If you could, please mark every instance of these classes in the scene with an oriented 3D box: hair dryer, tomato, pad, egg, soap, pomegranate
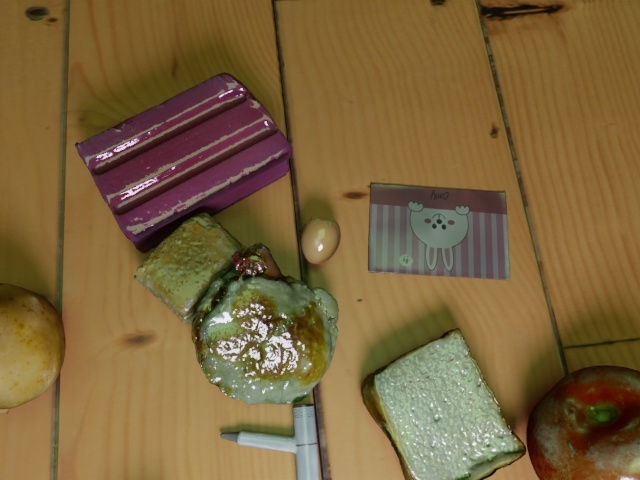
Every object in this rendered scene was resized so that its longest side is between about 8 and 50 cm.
[{"bbox_3d":[-0.096,0.382,0.973,0.183,0.044,0.154,-6,72,0],"label":"hair dryer"},{"bbox_3d":[0.500,0.360,0.913,0.270,0.270,0.222,-36,112,-13],"label":"tomato"},{"bbox_3d":[0.251,-0.021,1.134,0.300,0.005,0.202,4,73,-3],"label":"pad"},{"bbox_3d":[0.000,0.000,1.073,0.080,0.080,0.096,5,85,-3],"label":"egg"},{"bbox_3d":[-0.265,-0.166,1.079,0.360,0.128,0.233,-30,78,-12],"label":"soap"},{"bbox_3d":[-0.552,0.178,0.909,0.233,0.233,0.233,1,73,-4],"label":"pomegranate"}]

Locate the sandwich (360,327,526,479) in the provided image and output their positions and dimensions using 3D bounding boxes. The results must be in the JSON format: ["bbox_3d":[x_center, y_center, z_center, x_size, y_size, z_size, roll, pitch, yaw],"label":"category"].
[{"bbox_3d":[0.218,0.321,0.984,0.226,0.087,0.251,-25,74,-13],"label":"sandwich"}]

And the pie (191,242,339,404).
[{"bbox_3d":[-0.098,0.170,0.980,0.274,0.105,0.257,37,75,-16],"label":"pie"}]

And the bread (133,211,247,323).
[{"bbox_3d":[-0.239,0.047,1.030,0.138,0.102,0.196,43,74,7],"label":"bread"}]
